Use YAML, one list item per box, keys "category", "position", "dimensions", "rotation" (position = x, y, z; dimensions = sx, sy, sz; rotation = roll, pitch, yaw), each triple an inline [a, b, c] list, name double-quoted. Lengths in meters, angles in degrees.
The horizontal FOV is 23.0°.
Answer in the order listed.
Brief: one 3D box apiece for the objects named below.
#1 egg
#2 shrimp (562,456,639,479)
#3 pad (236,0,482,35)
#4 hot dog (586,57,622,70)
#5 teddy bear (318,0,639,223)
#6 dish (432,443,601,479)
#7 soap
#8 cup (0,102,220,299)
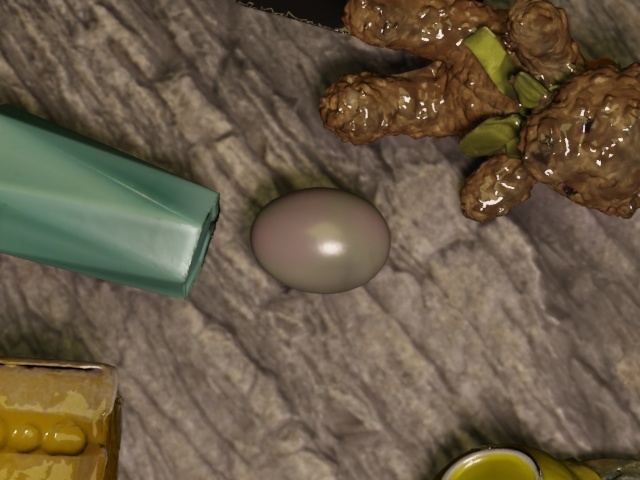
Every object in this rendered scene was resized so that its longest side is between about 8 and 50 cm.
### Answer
- category: "egg"
  position: [0.000, 0.000, 1.508]
  dimensions: [0.135, 0.103, 0.103]
  rotation: [3, 70, 2]
- category: "shrimp"
  position: [0.338, 0.312, 1.426]
  dimensions: [0.445, 0.085, 0.272]
  rotation: [-11, 65, -1]
- category: "pad"
  position: [0.083, -0.376, 1.700]
  dimensions: [0.248, 0.007, 0.367]
  rotation: [16, 70, 5]
- category: "hot dog"
  position: [0.270, -0.167, 1.621]
  dimensions: [0.083, 0.021, 0.037]
  rotation: [-6, 60, -3]
- category: "teddy bear"
  position: [0.167, -0.122, 1.504]
  dimensions: [0.296, 0.246, 0.222]
  rotation: [4, 30, -17]
- category: "dish"
  position: [0.164, 0.238, 1.410]
  dimensions: [0.208, 0.080, 0.148]
  rotation: [-14, 50, 11]
- category: "soap"
  position: [-0.349, 0.249, 1.383]
  dimensions: [0.335, 0.156, 0.293]
  rotation: [2, 67, -1]
- category: "cup"
  position: [-0.221, -0.029, 1.508]
  dimensions: [0.236, 0.148, 0.134]
  rotation: [20, 103, 0]
